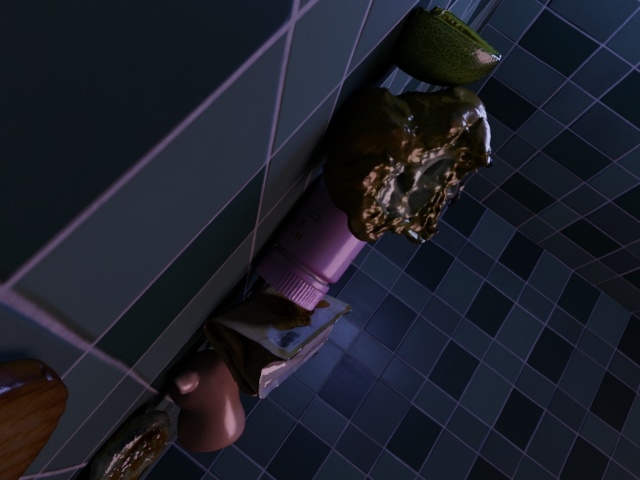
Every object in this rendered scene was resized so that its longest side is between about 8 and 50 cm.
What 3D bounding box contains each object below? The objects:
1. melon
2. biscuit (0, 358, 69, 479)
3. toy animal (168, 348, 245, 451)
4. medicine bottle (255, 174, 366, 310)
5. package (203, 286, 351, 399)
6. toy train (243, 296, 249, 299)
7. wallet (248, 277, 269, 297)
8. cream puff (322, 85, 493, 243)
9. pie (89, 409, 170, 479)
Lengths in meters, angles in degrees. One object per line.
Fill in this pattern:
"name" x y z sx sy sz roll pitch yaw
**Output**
"melon" 0.243 -0.350 0.972 0.129 0.169 0.265 -55 174 31
"biscuit" -0.321 0.219 0.368 0.318 0.040 0.318 -52 177 -4
"toy animal" -0.272 0.384 1.246 0.195 0.256 0.213 -19 -161 -33
"medicine bottle" 0.000 0.000 1.172 0.290 0.178 0.178 -53 176 1
"package" -0.098 0.235 1.205 0.311 0.221 0.164 -25 132 -58
"toy train" -0.183 0.284 1.401 0.272 0.159 0.188 -45 -155 58
"wallet" -0.086 0.031 1.435 0.321 0.044 0.170 -53 173 13
"cream puff" 0.147 -0.174 0.980 0.323 0.270 0.274 -57 -163 25
"pie" -0.420 0.474 1.104 0.240 0.054 0.240 -52 164 -22
